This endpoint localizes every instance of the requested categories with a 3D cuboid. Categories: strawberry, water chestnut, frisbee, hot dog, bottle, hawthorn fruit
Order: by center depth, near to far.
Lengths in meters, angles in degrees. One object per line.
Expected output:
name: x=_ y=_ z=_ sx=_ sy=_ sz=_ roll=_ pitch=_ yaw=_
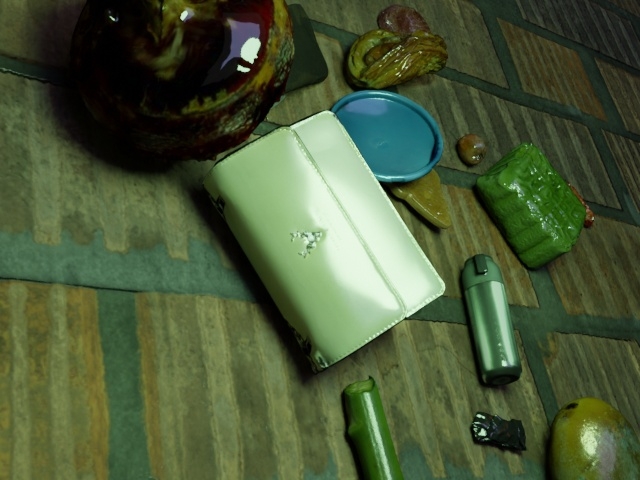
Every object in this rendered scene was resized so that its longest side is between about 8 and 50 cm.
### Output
water chestnut: x=-0.212 y=-0.290 z=1.163 sx=0.351 sy=0.302 sz=0.350 roll=0 pitch=72 yaw=1
bottle: x=0.321 y=0.144 z=1.495 sx=0.096 sy=0.080 sz=0.253 roll=70 pitch=13 yaw=-57
frisbee: x=0.124 y=-0.202 z=1.567 sx=0.242 sy=0.045 sz=0.242 roll=5 pitch=55 yaw=-8
hot dog: x=0.162 y=-0.399 z=1.692 sx=0.259 sy=0.175 sz=0.114 roll=-26 pitch=123 yaw=-49
hawthorn fruit: x=0.332 y=-0.217 z=1.790 sx=0.067 sy=0.066 sz=0.103 roll=2 pitch=34 yaw=-40
strawberry: x=0.626 y=-0.085 z=1.951 sx=0.152 sy=0.048 sz=0.104 roll=48 pitch=33 yaw=-24

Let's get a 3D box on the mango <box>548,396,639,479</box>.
mango: x=0.500 y=0.440 z=1.410 sx=0.193 sy=0.146 sz=0.316 roll=3 pitch=74 yaw=-38

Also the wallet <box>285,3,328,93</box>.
wallet: x=-0.059 y=-0.360 z=1.462 sx=0.165 sy=0.042 sz=0.309 roll=69 pitch=22 yaw=-9

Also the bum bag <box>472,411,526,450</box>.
bum bag: x=0.318 y=0.338 z=1.397 sx=0.124 sy=0.034 sz=0.057 roll=21 pitch=59 yaw=-28

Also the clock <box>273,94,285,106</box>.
clock: x=-0.145 y=-0.293 z=1.395 sx=0.117 sy=0.080 sz=0.176 roll=59 pitch=27 yaw=9

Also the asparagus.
asparagus: x=0.089 y=0.336 z=1.185 sx=0.067 sy=0.060 sz=0.277 roll=-2 pitch=62 yaw=-30

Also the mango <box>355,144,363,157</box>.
mango: x=0.014 y=-0.123 z=1.430 sx=0.103 sy=0.076 sz=0.161 roll=44 pitch=52 yaw=-2

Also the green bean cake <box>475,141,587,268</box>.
green bean cake: x=0.469 y=-0.085 z=1.755 sx=0.248 sy=0.125 sz=0.222 roll=48 pitch=43 yaw=-3

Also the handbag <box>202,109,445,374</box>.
handbag: x=0.000 y=0.000 z=1.254 sx=0.237 sy=0.160 sz=0.358 roll=-29 pitch=83 yaw=-24

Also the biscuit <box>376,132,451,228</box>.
biscuit: x=0.186 y=-0.124 z=1.603 sx=0.162 sy=0.035 sz=0.250 roll=-20 pitch=69 yaw=-40

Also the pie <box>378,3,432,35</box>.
pie: x=0.206 y=-0.505 z=1.889 sx=0.154 sy=0.038 sz=0.153 roll=20 pitch=52 yaw=-27
